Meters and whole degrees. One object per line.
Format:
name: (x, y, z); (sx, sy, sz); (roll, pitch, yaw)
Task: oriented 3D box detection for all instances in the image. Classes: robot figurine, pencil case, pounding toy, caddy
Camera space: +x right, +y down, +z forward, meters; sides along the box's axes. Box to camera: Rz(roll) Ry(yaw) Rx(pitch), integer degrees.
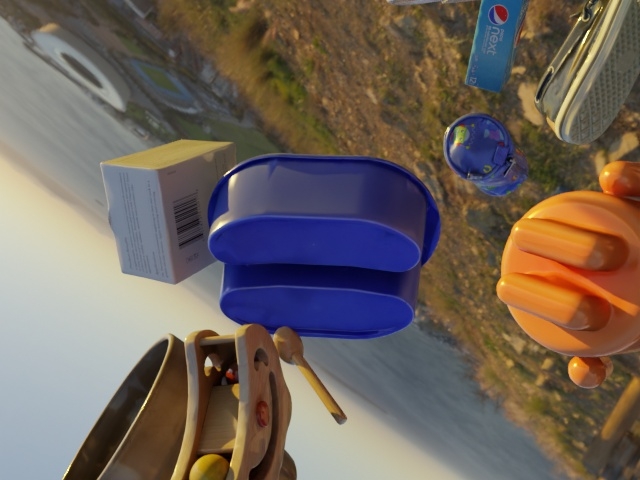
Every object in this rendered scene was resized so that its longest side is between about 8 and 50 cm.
robot figurine: (0.234, 0.030, 0.477); (0.219, 0.158, 0.128); (4, 153, -40)
pencil case: (0.334, -0.159, 1.158); (0.133, 0.119, 0.306); (30, -170, 23)
pounding toy: (-0.065, 0.179, 0.663); (0.155, 0.269, 0.154); (-9, 128, 17)
caddy: (0.000, 0.000, 0.841); (0.341, 0.179, 0.241); (3, 129, 5)

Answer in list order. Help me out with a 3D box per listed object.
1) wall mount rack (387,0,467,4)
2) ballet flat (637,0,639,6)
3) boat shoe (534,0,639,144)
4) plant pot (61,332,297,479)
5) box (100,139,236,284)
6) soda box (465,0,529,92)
wall mount rack: (0.259, -0.401, 0.767); (0.350, 0.130, 0.304); (-7, -168, 3)
ballet flat: (0.513, -0.443, 0.870); (0.091, 0.077, 0.241); (-17, 127, 18)
boat shoe: (0.575, -0.434, 1.141); (0.187, 0.500, 0.156); (4, -147, -30)
plant pot: (-0.202, 0.350, 0.887); (0.280, 0.323, 0.323); (36, 168, -15)
box: (-0.222, -0.052, 0.923); (0.119, 0.182, 0.181); (10, 115, 28)
soda box: (0.325, -0.382, 1.070); (0.071, 0.067, 0.210); (23, 138, 21)
